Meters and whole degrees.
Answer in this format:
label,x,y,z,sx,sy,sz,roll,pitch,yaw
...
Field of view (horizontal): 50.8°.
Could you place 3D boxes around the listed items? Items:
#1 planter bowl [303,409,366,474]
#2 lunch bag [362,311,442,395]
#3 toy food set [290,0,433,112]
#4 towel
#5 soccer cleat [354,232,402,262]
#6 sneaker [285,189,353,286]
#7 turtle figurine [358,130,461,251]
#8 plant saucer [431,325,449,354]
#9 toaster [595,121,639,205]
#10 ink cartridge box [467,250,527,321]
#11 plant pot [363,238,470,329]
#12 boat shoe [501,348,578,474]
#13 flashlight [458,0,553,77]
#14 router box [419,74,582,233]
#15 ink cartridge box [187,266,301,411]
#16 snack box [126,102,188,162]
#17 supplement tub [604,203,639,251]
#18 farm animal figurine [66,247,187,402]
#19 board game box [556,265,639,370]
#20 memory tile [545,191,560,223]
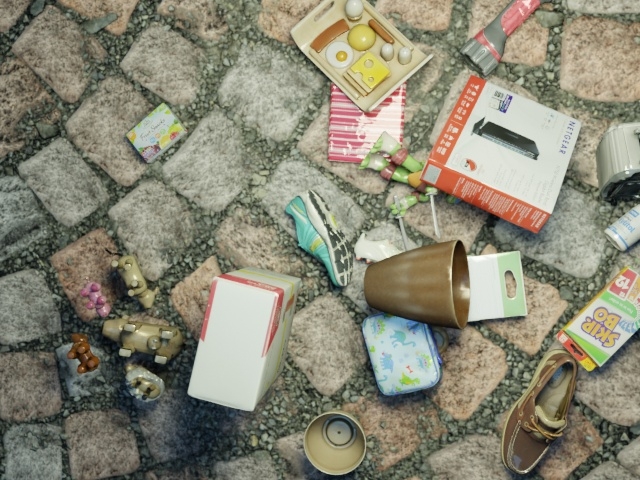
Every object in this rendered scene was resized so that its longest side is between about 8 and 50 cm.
label,x,y,z,sx,sy,sz,roll,pitch,yaw
planter bowl,0.045,0.519,1.777,0.162,0.109,0.162,0,92,9
lunch bag,0.216,0.283,1.743,0.176,0.090,0.219,-18,81,17
toy food set,0.104,-0.499,1.722,0.220,0.092,0.306,-42,78,-3
towel,0.124,-0.342,1.784,0.199,0.031,0.274,4,94,7
soccer cleat,0.184,0.038,1.766,0.196,0.068,0.076,18,93,11
sneaker,0.000,0.000,1.792,0.110,0.107,0.275,-30,82,28
turtle figurine,0.217,-0.127,1.686,0.266,0.198,0.274,34,94,-1
plant saucer,0.298,0.264,1.778,0.083,0.015,0.083,0,91,9
toaster,0.736,-0.186,1.612,0.129,0.227,0.146,-3,74,8
ink cartridge box,0.400,0.121,1.739,0.235,0.056,0.171,-7,91,6
plant pot,0.230,0.109,1.644,0.230,0.215,0.215,-3,91,23
boat shoe,0.554,0.439,1.687,0.123,0.123,0.342,27,95,7
flashlight,0.486,-0.550,1.684,0.304,0.103,0.103,-45,84,8
router box,0.437,-0.217,1.617,0.301,0.082,0.335,25,55,7
ink cartridge box,-0.172,0.223,1.668,0.160,0.385,0.279,12,93,5
snack box,-0.454,-0.298,1.872,0.141,0.037,0.100,-39,84,8
supplement tub,0.768,-0.031,1.669,0.107,0.071,0.071,-41,85,8
farm animal figurine,-0.512,0.231,1.841,0.327,0.172,0.330,30,88,-5
board game box,0.719,0.195,1.674,0.259,0.039,0.124,-43,85,-3
memory tile,0.530,-0.112,1.734,0.148,0.012,0.113,21,94,9
